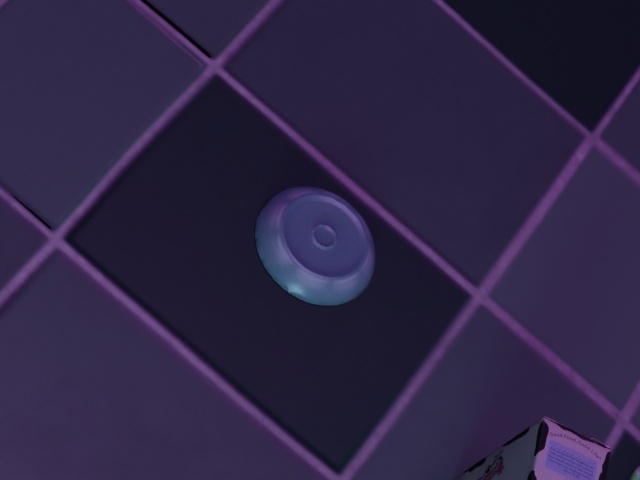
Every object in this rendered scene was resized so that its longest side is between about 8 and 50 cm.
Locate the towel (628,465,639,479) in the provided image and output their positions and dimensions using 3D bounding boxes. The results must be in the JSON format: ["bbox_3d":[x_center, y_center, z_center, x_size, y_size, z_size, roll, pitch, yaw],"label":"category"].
[{"bbox_3d":[0.437,0.353,1.635,0.320,0.090,0.374,-1,68,-25],"label":"towel"}]

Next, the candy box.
[{"bbox_3d":[0.151,0.281,1.615,0.071,0.159,0.233,26,56,-14],"label":"candy box"}]

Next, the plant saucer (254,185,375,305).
[{"bbox_3d":[0.000,0.000,1.774,0.119,0.021,0.119,12,59,-21],"label":"plant saucer"}]
